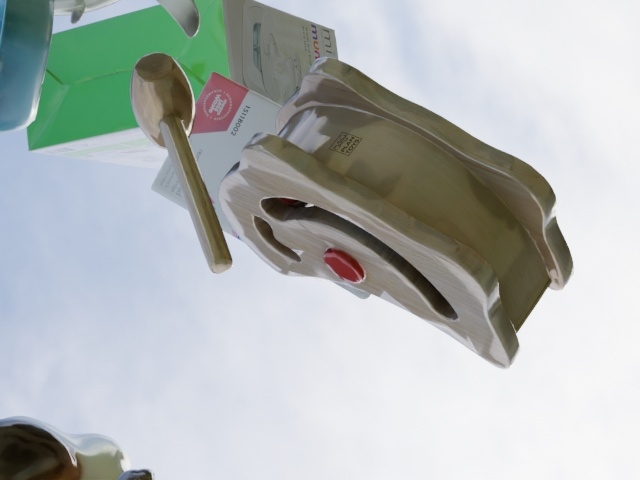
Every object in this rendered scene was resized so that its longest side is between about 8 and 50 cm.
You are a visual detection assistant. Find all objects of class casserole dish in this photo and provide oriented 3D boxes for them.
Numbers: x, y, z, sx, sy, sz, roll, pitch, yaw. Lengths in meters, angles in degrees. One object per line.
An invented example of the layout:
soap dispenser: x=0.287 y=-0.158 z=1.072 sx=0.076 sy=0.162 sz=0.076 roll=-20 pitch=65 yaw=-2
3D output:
casserole dish: x=-0.213 y=-0.152 z=0.983 sx=0.037 sy=0.114 sz=0.188 roll=8 pitch=-142 yaw=-17

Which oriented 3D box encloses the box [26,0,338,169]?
box: x=-0.142 y=-0.158 z=1.473 sx=0.231 sy=0.262 sz=0.126 roll=4 pitch=-101 yaw=-59

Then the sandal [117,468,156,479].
sandal: x=-0.146 y=0.237 z=0.812 sx=0.060 sy=0.090 sz=0.219 roll=14 pitch=-103 yaw=-3

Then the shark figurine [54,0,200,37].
shark figurine: x=-0.203 y=-0.245 z=1.172 sx=0.116 sy=0.278 sz=0.166 roll=-85 pitch=-25 yaw=-43

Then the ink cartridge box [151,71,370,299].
ink cartridge box: x=-0.026 y=-0.044 z=1.153 sx=0.198 sy=0.115 sz=0.067 roll=28 pitch=-177 yaw=18

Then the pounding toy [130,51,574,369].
pounding toy: x=0.000 y=0.000 z=0.827 sx=0.270 sy=0.154 sz=0.155 roll=31 pitch=-113 yaw=16

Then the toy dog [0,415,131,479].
toy dog: x=-0.224 y=0.352 z=1.224 sx=0.396 sy=0.284 sz=0.407 roll=-15 pitch=-111 yaw=-28
